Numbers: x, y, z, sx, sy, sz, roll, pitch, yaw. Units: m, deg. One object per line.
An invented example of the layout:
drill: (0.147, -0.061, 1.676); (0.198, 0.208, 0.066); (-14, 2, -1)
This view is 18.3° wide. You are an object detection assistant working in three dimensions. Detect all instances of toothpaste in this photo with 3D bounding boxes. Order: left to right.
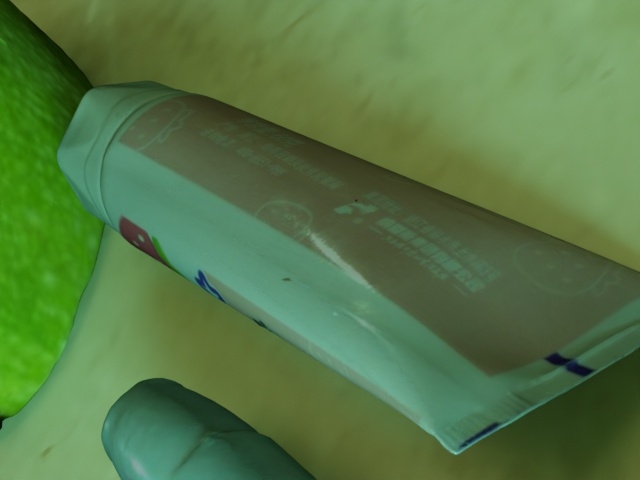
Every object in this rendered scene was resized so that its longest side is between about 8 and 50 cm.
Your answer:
toothpaste: (0.000, 0.000, 0.459); (0.067, 0.043, 0.194); (-25, 28, -25)

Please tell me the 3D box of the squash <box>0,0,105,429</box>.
squash: (-0.171, -0.072, 0.528); (0.093, 0.252, 0.169); (-47, 37, 8)

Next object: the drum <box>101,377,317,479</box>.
drum: (0.036, 0.069, 0.360); (0.130, 0.049, 0.253); (-47, 37, 11)
